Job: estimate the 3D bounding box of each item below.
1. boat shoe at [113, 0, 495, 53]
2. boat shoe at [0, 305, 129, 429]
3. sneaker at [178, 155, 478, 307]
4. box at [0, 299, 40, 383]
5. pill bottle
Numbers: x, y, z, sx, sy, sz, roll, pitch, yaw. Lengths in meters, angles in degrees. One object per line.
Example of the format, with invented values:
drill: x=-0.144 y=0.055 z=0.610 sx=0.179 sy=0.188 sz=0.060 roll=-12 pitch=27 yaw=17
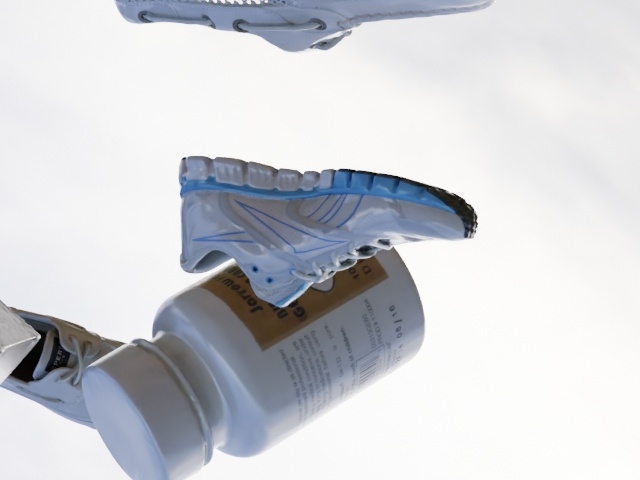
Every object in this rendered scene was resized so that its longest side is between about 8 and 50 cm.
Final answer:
boat shoe: x=-0.010 y=-0.165 z=0.963 sx=0.277 sy=0.096 sz=0.098 roll=9 pitch=-135 yaw=21
boat shoe: x=-0.270 y=0.123 z=1.571 sx=0.268 sy=0.096 sz=0.088 roll=21 pitch=164 yaw=2
sneaker: x=0.000 y=0.000 z=0.885 sx=0.191 sy=0.082 sz=0.071 roll=4 pitch=172 yaw=29
box: x=-0.322 y=0.063 z=1.214 sx=0.158 sy=0.093 sz=0.156 roll=41 pitch=-179 yaw=1
pill bottle: x=-0.048 y=0.081 z=1.102 sx=0.229 sy=0.131 sz=0.131 roll=-29 pitch=-120 yaw=-28
